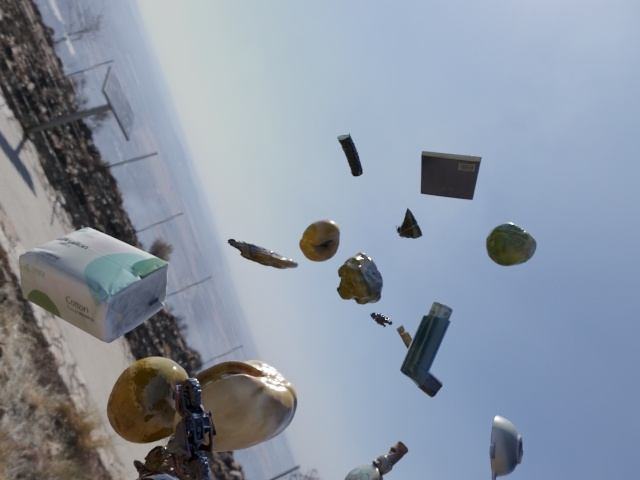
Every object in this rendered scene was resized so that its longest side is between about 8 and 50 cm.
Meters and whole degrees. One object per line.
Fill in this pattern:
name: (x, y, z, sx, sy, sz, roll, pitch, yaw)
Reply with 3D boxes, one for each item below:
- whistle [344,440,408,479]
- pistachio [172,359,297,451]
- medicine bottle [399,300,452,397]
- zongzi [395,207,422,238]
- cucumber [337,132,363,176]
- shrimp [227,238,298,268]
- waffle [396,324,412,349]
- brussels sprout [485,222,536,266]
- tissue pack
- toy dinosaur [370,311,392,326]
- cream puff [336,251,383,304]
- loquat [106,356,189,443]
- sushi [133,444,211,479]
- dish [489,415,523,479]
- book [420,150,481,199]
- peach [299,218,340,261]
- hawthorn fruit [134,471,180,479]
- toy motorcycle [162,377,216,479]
whistle: (0.145, 0.615, 1.379, 0.057, 0.220, 0.107, 62, -25, -11)
pistachio: (-0.219, 0.433, 1.362, 0.229, 0.321, 0.238, -119, -160, -75)
medicine bottle: (0.320, 0.310, 1.502, 0.079, 0.124, 0.258, 78, 35, -76)
zongzi: (0.302, -0.063, 1.856, 0.109, 0.055, 0.119, 4, -58, 62)
cucumber: (0.123, -0.335, 2.048, 0.187, 0.058, 0.058, 64, -4, -38)
shrimp: (-0.194, 0.056, 1.785, 0.145, 0.254, 0.059, 13, -98, 66)
waffle: (0.363, 0.416, 2.168, 0.135, 0.021, 0.092, 61, -11, 11)
brussels sprout: (0.616, 0.016, 1.697, 0.117, 0.155, 0.155, 20, 37, -50)
tissue pack: (-0.675, 0.123, 1.574, 0.356, 0.266, 0.194, 21, -61, 19)
toy dinosaur: (0.268, 0.345, 2.279, 0.055, 0.049, 0.154, 45, -16, -27)
cream puff: (0.093, 0.109, 1.374, 0.146, 0.116, 0.146, 36, 40, -37)
loquat: (-0.556, 0.527, 1.701, 0.275, 0.274, 0.275, 161, -90, -80)
sushi: (-0.477, 0.756, 1.670, 0.200, 0.213, 0.204, 27, -41, 39)
dish: (0.648, 0.726, 1.794, 0.236, 0.086, 0.228, -26, 112, -58)
book: (0.439, -0.219, 1.783, 0.269, 0.190, 0.025, 66, 35, -65)
peach: (0.000, 0.000, 2.043, 0.103, 0.179, 0.179, 42, -28, 48)
hawthorn fruit: (-0.376, 0.681, 1.257, 0.208, 0.248, 0.208, 13, 90, -75)
toy motorcycle: (-0.280, 0.402, 1.096, 0.118, 0.084, 0.213, -29, -116, 45)
